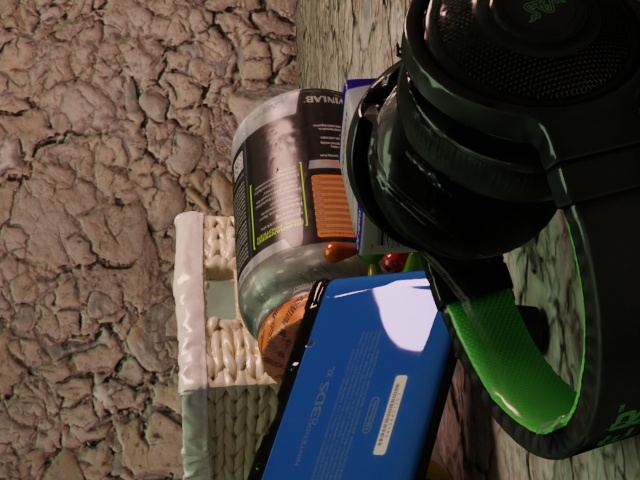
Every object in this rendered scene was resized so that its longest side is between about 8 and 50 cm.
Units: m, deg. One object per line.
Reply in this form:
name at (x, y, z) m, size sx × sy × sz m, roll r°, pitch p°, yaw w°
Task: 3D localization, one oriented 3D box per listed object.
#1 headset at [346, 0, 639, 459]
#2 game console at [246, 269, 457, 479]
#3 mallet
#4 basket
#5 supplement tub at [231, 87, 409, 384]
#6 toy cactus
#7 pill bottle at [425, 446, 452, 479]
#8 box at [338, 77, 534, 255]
headset at (0.067, -0.067, 0.730) m, size 0.243 × 0.185 × 0.394 m, roll 122°, pitch 134°, yaw -71°
game console at (0.035, 0.195, 1.156) m, size 0.173 × 0.250 × 0.293 m, roll 43°, pitch -127°, yaw -39°
mallet at (0.133, 0.069, 0.964) m, size 0.189 × 0.062 × 0.039 m, roll 27°, pitch -118°, yaw -80°
basket at (-0.055, 0.181, 1.682) m, size 0.328 × 0.266 × 0.331 m, roll -98°, pitch 9°, yaw -49°
supplement tub at (0.000, 0.000, 1.446) m, size 0.194 × 0.193 × 0.316 m, roll 95°, pitch 172°, yaw -50°
toy cactus at (0.075, -0.055, 1.228) m, size 0.180 × 0.112 × 0.219 m, roll 112°, pitch 166°, yaw -52°
pill bottle at (0.074, 0.239, 1.213) m, size 0.184 × 0.103 × 0.103 m, roll -113°, pitch 23°, yaw -75°
box at (0.082, -0.058, 0.933) m, size 0.137 × 0.126 × 0.072 m, roll -100°, pitch 9°, yaw -55°
